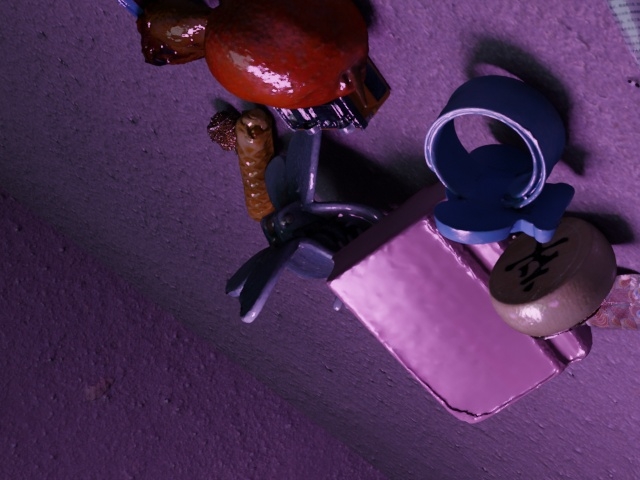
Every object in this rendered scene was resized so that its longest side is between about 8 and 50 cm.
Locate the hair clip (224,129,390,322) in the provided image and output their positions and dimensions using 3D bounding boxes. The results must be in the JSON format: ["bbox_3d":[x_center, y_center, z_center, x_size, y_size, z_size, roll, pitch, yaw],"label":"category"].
[{"bbox_3d":[0.000,0.000,2.142,0.238,0.392,0.318,20,167,-15],"label":"hair clip"}]

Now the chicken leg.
[{"bbox_3d":[-0.211,-0.343,2.017,0.177,0.083,0.322,7,172,-21],"label":"chicken leg"}]

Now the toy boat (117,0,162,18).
[{"bbox_3d":[-0.351,-0.455,2.064,0.097,0.100,0.223,-14,131,35],"label":"toy boat"}]

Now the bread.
[{"bbox_3d":[-0.118,-0.138,2.350,0.367,0.077,0.084,89,171,-65],"label":"bread"}]

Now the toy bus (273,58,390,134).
[{"bbox_3d":[0.011,-0.227,1.872,0.182,0.103,0.091,5,141,52],"label":"toy bus"}]

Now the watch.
[{"bbox_3d":[0.241,-0.114,1.605,0.211,0.211,0.193,28,139,35],"label":"watch"}]

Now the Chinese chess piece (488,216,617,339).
[{"bbox_3d":[0.330,0.050,1.733,0.083,0.188,0.188,49,160,-24],"label":"Chinese chess piece"}]

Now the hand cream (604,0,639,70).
[{"bbox_3d":[0.387,-0.173,1.323,0.331,0.058,0.085,51,161,-27],"label":"hand cream"}]

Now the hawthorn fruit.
[{"bbox_3d":[-0.032,-0.272,1.708,0.262,0.210,0.210,33,161,5],"label":"hawthorn fruit"}]

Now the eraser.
[{"bbox_3d":[0.225,0.100,1.941,0.359,0.272,0.122,49,-160,-17],"label":"eraser"}]

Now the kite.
[{"bbox_3d":[0.387,0.093,1.824,0.229,0.016,0.127,0,131,16],"label":"kite"}]

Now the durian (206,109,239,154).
[{"bbox_3d":[-0.180,-0.207,2.328,0.080,0.080,0.091,-5,110,65],"label":"durian"}]
